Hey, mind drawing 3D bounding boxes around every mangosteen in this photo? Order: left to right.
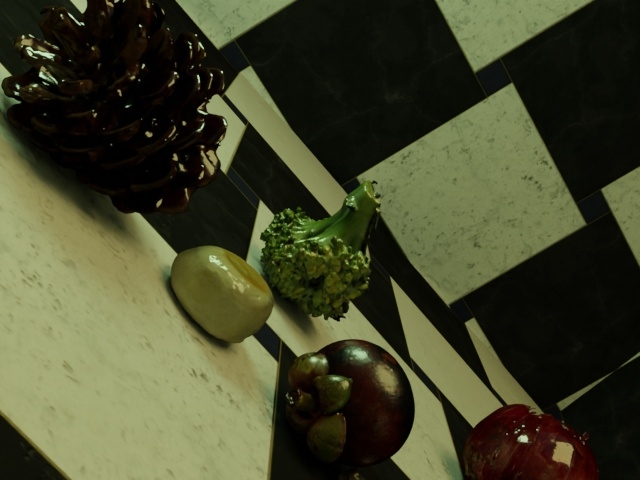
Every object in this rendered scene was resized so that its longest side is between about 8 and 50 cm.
[{"bbox_3d":[0.032,0.224,1.338,0.200,0.200,0.200,49,10,-11],"label":"mangosteen"}]

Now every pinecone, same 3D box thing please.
[{"bbox_3d":[-0.261,-0.195,1.279,0.296,0.242,0.298,41,18,-53],"label":"pinecone"}]

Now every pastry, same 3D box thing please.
[{"bbox_3d":[-0.135,0.068,1.337,0.156,0.092,0.156,45,4,-4],"label":"pastry"}]

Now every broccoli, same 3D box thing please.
[{"bbox_3d":[-0.016,0.008,1.743,0.180,0.273,0.242,8,28,-23],"label":"broccoli"}]

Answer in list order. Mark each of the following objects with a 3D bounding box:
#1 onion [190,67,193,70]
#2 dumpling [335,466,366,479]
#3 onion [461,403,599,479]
[{"bbox_3d":[-0.294,-0.315,1.996,0.115,0.104,0.115,28,12,-7],"label":"onion"},{"bbox_3d":[0.141,0.429,1.273,0.332,0.086,0.166,47,7,4],"label":"dumpling"},{"bbox_3d":[0.412,0.464,1.936,0.276,0.276,0.276,49,10,-11],"label":"onion"}]
